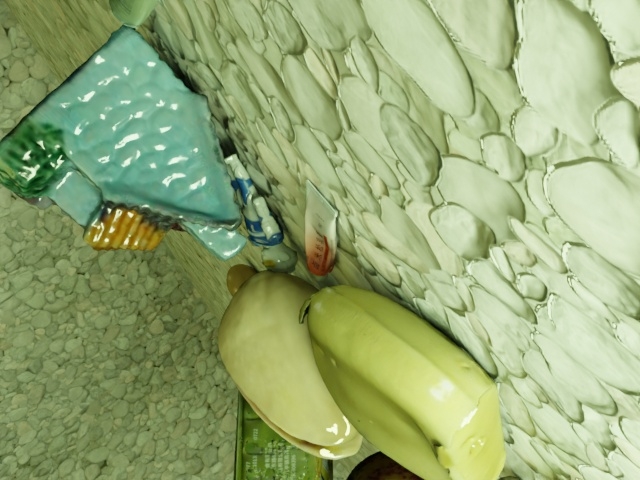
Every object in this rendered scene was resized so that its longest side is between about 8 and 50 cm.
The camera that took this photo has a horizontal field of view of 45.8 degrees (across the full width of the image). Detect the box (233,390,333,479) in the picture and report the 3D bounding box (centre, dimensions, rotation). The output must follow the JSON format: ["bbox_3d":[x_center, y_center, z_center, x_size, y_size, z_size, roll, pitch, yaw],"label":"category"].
[{"bbox_3d":[-0.053,0.352,1.389,0.373,0.138,0.420,79,-170,-63],"label":"box"}]

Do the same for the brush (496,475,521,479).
[{"bbox_3d":[0.319,0.386,0.897,0.299,0.042,0.039,40,123,40],"label":"brush"}]

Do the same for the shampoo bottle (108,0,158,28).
[{"bbox_3d":[-0.225,-0.310,0.918,0.072,0.049,0.212,55,166,-14],"label":"shampoo bottle"}]

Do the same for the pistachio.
[{"bbox_3d":[-0.033,0.181,1.145,0.193,0.214,0.318,89,158,-48],"label":"pistachio"}]

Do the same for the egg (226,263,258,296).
[{"bbox_3d":[-0.177,0.096,1.748,0.080,0.080,0.096,73,172,-56],"label":"egg"}]

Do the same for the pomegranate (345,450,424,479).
[{"bbox_3d":[0.188,0.500,1.257,0.341,0.285,0.285,13,154,13],"label":"pomegranate"}]

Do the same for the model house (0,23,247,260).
[{"bbox_3d":[-0.274,-0.085,1.187,0.339,0.297,0.360,43,168,-9],"label":"model house"}]

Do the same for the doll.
[{"bbox_3d":[-0.098,-0.030,1.201,0.227,0.057,0.114,59,162,-12],"label":"doll"}]

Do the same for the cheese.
[{"bbox_3d":[0.091,0.168,0.942,0.316,0.128,0.259,32,150,40],"label":"cheese"}]

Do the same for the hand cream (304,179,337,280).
[{"bbox_3d":[0.002,0.000,1.000,0.052,0.038,0.216,21,154,12],"label":"hand cream"}]
